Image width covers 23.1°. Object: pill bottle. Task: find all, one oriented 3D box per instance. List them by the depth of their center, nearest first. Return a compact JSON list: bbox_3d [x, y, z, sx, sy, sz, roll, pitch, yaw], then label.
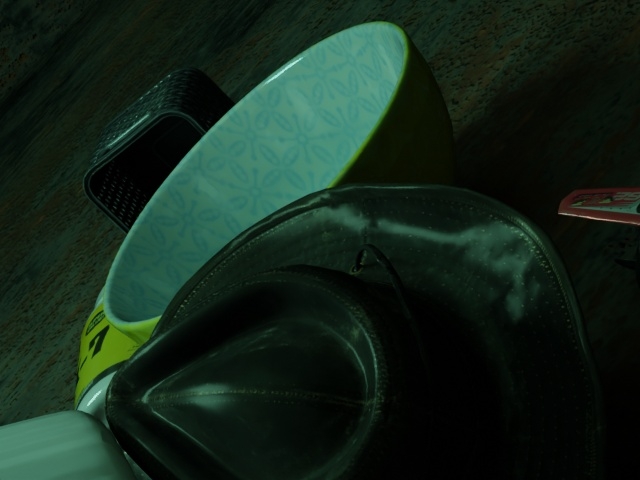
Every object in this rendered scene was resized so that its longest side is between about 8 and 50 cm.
[{"bbox_3d":[-0.130,0.105,1.213,0.119,0.119,0.208,-41,21,11],"label":"pill bottle"}]

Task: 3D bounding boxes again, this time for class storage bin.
[{"bbox_3d":[-0.099,-0.042,1.335,0.122,0.180,0.084,-35,22,24],"label":"storage bin"}]

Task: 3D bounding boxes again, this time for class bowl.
[{"bbox_3d":[0.000,0.000,1.113,0.289,0.156,0.289,-38,22,18],"label":"bowl"}]

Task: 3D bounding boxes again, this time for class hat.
[{"bbox_3d":[-0.022,0.098,0.826,0.331,0.134,0.331,-13,68,35],"label":"hat"}]

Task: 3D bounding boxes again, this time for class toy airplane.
[{"bbox_3d":[0.220,-0.036,0.944,0.151,0.028,0.151,-23,39,19],"label":"toy airplane"}]

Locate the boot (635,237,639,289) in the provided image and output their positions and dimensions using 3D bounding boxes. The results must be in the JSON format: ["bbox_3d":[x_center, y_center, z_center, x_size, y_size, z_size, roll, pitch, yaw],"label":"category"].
[{"bbox_3d":[0.237,-0.014,0.849,0.099,0.045,0.121,10,59,46],"label":"boot"}]

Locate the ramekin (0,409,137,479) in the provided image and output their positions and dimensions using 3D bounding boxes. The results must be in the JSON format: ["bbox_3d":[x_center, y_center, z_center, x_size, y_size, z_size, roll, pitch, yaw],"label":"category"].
[{"bbox_3d":[-0.145,0.223,0.817,0.135,0.277,0.277,-18,15,-17],"label":"ramekin"}]
